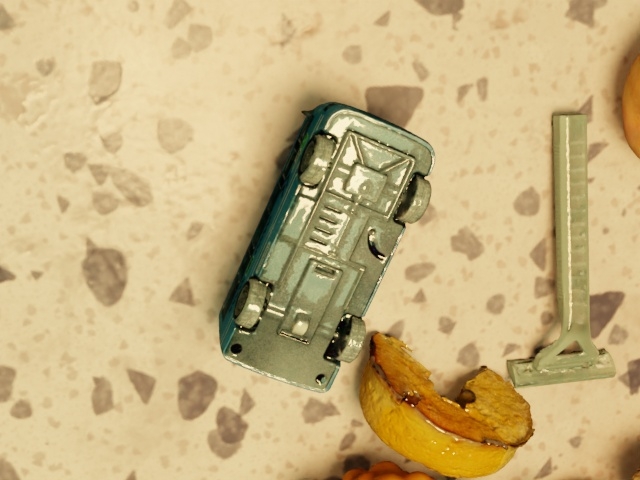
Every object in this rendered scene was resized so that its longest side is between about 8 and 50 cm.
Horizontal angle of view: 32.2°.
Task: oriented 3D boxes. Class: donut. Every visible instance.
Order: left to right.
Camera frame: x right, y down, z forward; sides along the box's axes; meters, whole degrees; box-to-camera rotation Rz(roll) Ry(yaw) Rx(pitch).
[{"bbox_3d":[0.118,0.168,1.070,0.181,0.146,0.078,20,114,-20],"label":"donut"}]

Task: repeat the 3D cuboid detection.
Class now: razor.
[{"bbox_3d":[0.247,0.013,1.099,0.111,0.056,0.278,-5,107,-11],"label":"razor"}]

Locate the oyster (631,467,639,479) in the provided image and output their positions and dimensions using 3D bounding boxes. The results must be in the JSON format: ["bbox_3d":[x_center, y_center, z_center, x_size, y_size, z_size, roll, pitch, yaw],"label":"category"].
[{"bbox_3d":[0.431,0.258,1.168,0.259,0.092,0.198,7,64,-12],"label":"oyster"}]

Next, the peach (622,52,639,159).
[{"bbox_3d":[0.372,-0.126,1.029,0.184,0.184,0.184,-4,106,-12],"label":"peach"}]

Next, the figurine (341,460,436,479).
[{"bbox_3d":[0.160,0.337,1.058,0.381,0.205,0.225,4,132,0],"label":"figurine"}]

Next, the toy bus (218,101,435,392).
[{"bbox_3d":[0.000,0.000,0.996,0.113,0.134,0.246,21,101,-16],"label":"toy bus"}]
